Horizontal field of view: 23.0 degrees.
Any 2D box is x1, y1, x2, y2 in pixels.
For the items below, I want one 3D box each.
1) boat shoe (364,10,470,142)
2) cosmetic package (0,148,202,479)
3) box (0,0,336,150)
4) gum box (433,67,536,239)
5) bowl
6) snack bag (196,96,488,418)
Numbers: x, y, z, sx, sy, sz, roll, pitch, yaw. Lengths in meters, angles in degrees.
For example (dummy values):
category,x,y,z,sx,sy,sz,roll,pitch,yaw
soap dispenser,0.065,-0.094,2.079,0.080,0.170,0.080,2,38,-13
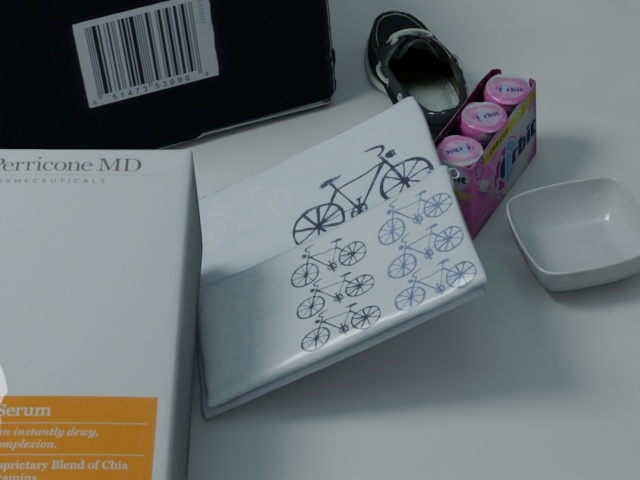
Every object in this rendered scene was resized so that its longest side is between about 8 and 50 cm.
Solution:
category,x,y,z,sx,sy,sz,roll,pitch,yaw
boat shoe,0.124,-0.208,1.931,0.114,0.091,0.302,-14,43,-9
cosmetic package,-0.238,0.126,1.497,0.230,0.161,0.453,-1,49,0
box,-0.287,-0.353,1.993,0.480,0.297,0.472,-16,41,-12
gum box,0.186,-0.102,1.795,0.062,0.107,0.188,18,47,24
bowl,0.281,0.000,1.712,0.142,0.053,0.142,-11,42,-8
snack bag,0.000,0.000,1.668,0.323,0.037,0.342,-25,40,12
